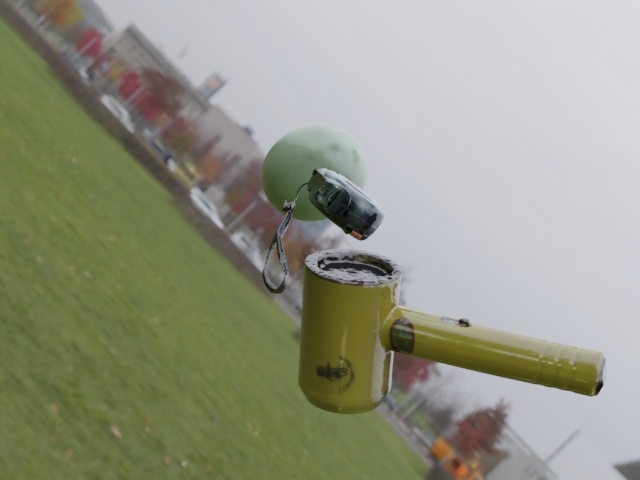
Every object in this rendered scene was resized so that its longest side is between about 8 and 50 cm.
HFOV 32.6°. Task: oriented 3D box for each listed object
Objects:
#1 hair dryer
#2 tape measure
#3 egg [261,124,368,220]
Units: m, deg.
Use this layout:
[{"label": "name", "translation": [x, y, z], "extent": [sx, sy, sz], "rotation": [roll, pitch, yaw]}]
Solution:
[{"label": "hair dryer", "translation": [0.111, 0.102, 0.976], "extent": [0.278, 0.135, 0.090], "rotation": [11, 19, 22]}, {"label": "tape measure", "translation": [-0.002, 0.000, 1.357], "extent": [0.107, 0.180, 0.104], "rotation": [36, -9, -22]}, {"label": "egg", "translation": [-0.009, -0.106, 1.724], "extent": [0.149, 0.149, 0.192], "rotation": [48, -34, -21]}]
